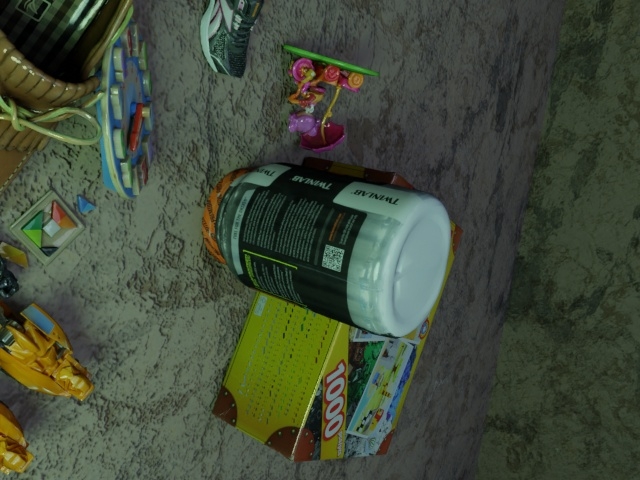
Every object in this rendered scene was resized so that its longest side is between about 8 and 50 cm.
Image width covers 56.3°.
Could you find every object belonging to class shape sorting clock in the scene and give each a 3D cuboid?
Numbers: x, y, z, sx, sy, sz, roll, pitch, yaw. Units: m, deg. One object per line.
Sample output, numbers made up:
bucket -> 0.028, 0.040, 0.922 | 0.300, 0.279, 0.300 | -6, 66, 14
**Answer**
shape sorting clock -> -0.215, -0.149, 0.684 | 0.206, 0.041, 0.206 | -175, -90, -83

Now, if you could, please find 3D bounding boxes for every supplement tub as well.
supplement tub -> 0.000, 0.000, 0.882 | 0.207, 0.338, 0.207 | -28, 126, -47

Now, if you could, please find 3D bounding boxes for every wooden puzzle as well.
wooden puzzle -> -0.321, -0.013, 0.709 | 0.116, 0.014, 0.078 | -58, 144, -22

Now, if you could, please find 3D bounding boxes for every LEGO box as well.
LEGO box -> 0.057, 0.143, 1.156 | 0.373, 0.193, 0.499 | 26, 82, -56

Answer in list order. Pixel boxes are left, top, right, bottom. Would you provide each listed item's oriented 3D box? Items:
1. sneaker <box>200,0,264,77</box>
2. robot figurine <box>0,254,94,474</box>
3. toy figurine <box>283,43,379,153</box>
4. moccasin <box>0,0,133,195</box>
sneaker -> -0.115, -0.311, 0.817 | 0.072, 0.077, 0.178 | -27, 126, -46
robot figurine -> -0.376, 0.118, 0.625 | 0.211, 0.085, 0.291 | -55, 142, -27
toy figurine -> -0.003, -0.227, 1.003 | 0.173, 0.130, 0.159 | 6, 110, -34
moccasin -> -0.262, -0.166, 0.542 | 0.380, 0.147, 0.139 | -49, 139, 7
